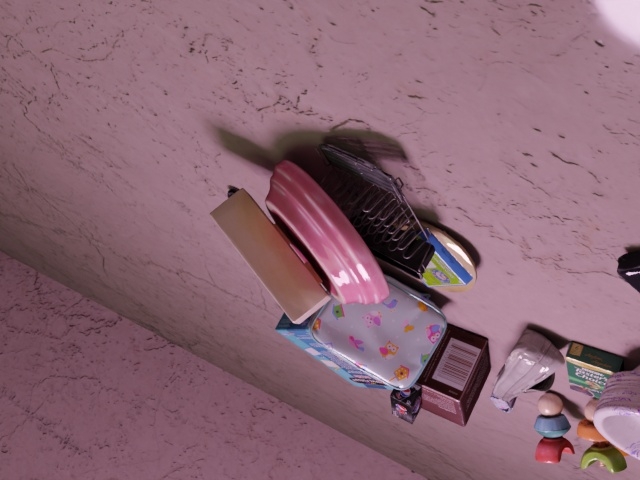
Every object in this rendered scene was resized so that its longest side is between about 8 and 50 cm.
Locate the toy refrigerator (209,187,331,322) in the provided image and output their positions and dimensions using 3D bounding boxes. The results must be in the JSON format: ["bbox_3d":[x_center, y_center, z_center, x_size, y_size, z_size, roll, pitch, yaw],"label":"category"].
[{"bbox_3d":[-0.093,0.029,1.651,0.269,0.094,0.102,52,180,9],"label":"toy refrigerator"}]

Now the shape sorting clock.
[{"bbox_3d":[0.214,0.029,1.646,0.206,0.040,0.206,32,157,15],"label":"shape sorting clock"}]

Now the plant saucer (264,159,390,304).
[{"bbox_3d":[0.000,0.000,1.610,0.332,0.084,0.332,51,173,9],"label":"plant saucer"}]

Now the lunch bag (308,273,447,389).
[{"bbox_3d":[0.132,0.184,1.870,0.279,0.224,0.108,31,176,-4],"label":"lunch bag"}]

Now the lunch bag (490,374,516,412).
[{"bbox_3d":[0.467,0.385,2.107,0.053,0.071,0.083,8,149,35],"label":"lunch bag"}]

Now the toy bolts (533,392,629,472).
[{"bbox_3d":[0.630,0.440,2.013,0.228,0.158,0.218,-5,-178,40],"label":"toy bolts"}]

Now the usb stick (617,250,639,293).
[{"bbox_3d":[0.585,0.105,1.348,0.278,0.045,0.077,37,151,-19],"label":"usb stick"}]

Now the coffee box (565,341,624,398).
[{"bbox_3d":[0.577,0.281,1.767,0.113,0.040,0.184,18,156,27],"label":"coffee box"}]

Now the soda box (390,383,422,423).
[{"bbox_3d":[0.202,0.378,1.977,0.060,0.053,0.169,25,160,17],"label":"soda box"}]

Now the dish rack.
[{"bbox_3d":[0.089,-0.058,1.510,0.208,0.074,0.271,27,162,38],"label":"dish rack"}]

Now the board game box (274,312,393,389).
[{"bbox_3d":[0.067,0.315,2.445,0.336,0.079,0.254,38,157,-23],"label":"board game box"}]

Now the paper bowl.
[{"bbox_3d":[0.681,0.334,1.606,0.284,0.148,0.284,25,160,10],"label":"paper bowl"}]

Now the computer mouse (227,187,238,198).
[{"bbox_3d":[-0.142,-0.041,1.961,0.071,0.041,0.242,13,148,39],"label":"computer mouse"}]

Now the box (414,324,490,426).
[{"bbox_3d":[0.299,0.316,2.024,0.167,0.168,0.203,20,157,23],"label":"box"}]

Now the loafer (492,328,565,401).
[{"bbox_3d":[0.458,0.299,1.864,0.111,0.112,0.319,32,160,15],"label":"loafer"}]
